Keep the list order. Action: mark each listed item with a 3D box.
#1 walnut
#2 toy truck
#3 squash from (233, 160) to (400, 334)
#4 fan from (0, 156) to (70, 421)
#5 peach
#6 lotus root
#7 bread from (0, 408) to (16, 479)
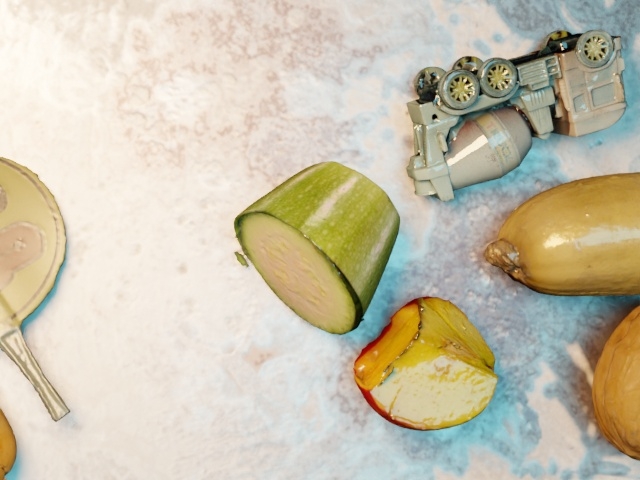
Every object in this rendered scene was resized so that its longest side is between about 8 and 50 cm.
[{"bbox_3d":[0.385,0.149,1.139,0.165,0.165,0.197,28,86,-8],"label":"walnut"},{"bbox_3d":[0.211,-0.141,1.157,0.257,0.108,0.140,-17,103,-9],"label":"toy truck"},{"bbox_3d":[0.000,0.000,1.088,0.170,0.170,0.123,40,64,-6],"label":"squash"},{"bbox_3d":[-0.351,0.039,1.057,0.229,0.011,0.335,-34,86,-21],"label":"fan"},{"bbox_3d":[0.113,0.143,1.116,0.151,0.118,0.151,19,47,-21],"label":"peach"},{"bbox_3d":[0.333,-0.010,1.149,0.303,0.146,0.131,-4,122,-6],"label":"lotus root"},{"bbox_3d":[-0.386,0.181,1.042,0.189,0.077,0.114,43,60,-2],"label":"bread"}]
